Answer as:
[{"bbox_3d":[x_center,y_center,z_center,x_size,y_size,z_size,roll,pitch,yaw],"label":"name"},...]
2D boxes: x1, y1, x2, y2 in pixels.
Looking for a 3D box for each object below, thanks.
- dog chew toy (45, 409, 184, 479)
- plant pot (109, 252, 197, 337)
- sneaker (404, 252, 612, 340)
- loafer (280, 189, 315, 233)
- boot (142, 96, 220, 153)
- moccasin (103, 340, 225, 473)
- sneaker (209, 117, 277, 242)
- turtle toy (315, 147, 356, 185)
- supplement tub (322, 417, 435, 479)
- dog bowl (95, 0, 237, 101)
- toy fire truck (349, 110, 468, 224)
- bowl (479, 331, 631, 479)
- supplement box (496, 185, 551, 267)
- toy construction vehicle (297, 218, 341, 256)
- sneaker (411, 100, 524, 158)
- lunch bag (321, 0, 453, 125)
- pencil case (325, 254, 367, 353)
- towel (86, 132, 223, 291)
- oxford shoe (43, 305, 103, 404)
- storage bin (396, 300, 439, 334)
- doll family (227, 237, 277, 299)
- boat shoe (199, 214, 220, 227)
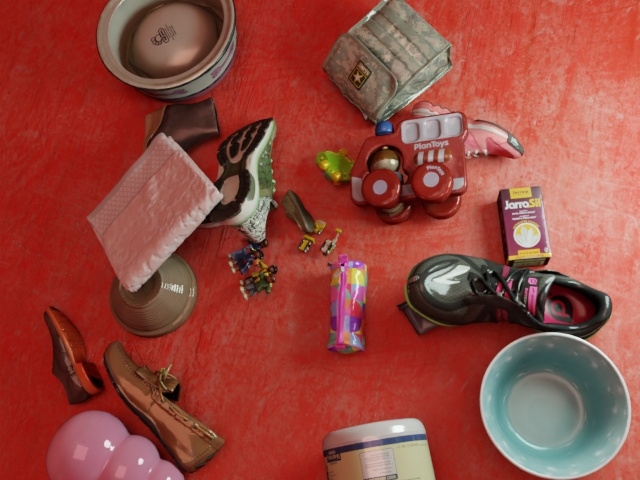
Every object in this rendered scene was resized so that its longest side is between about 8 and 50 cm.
[{"bbox_3d":[-0.469,0.537,1.683,0.332,0.206,0.206,22,77,7],"label":"dog chew toy"},{"bbox_3d":[-0.447,0.126,1.856,0.237,0.110,0.237,-3,71,8],"label":"plant pot"},{"bbox_3d":[0.432,0.115,1.632,0.483,0.202,0.185,7,72,-4],"label":"sneaker"},{"bbox_3d":[-0.061,-0.068,1.887,0.050,0.056,0.148,-42,50,19],"label":"loafer"},{"bbox_3d":[-0.383,-0.279,1.987,0.207,0.090,0.248,-11,67,7],"label":"boot"},{"bbox_3d":[-0.386,0.383,1.747,0.147,0.139,0.380,-43,69,-11],"label":"moccasin"},{"bbox_3d":[-0.180,-0.157,1.898,0.158,0.182,0.410,-11,46,25],"label":"sneaker"},{"bbox_3d":[0.039,-0.197,1.908,0.095,0.066,0.130,-35,66,-28],"label":"turtle toy"},{"bbox_3d":[0.140,0.567,1.552,0.235,0.235,0.324,-12,70,5],"label":"supplement tub"},{"bbox_3d":[-0.423,-0.580,2.062,0.408,0.150,0.408,-2,72,8],"label":"dog bowl"},{"bbox_3d":[0.224,-0.188,1.801,0.302,0.169,0.254,-5,72,19],"label":"toy fire truck"},{"bbox_3d":[0.510,0.372,1.597,0.312,0.163,0.311,-3,71,9],"label":"bowl"},{"bbox_3d":[0.503,-0.032,1.774,0.104,0.081,0.188,-5,71,7],"label":"supplement box"},{"bbox_3d":[0.000,0.000,1.871,0.086,0.035,0.098,22,74,26],"label":"toy construction vehicle"},{"bbox_3d":[0.370,-0.251,1.869,0.314,0.116,0.136,23,90,19],"label":"sneaker"},{"bbox_3d":[0.172,-0.480,1.931,0.287,0.169,0.235,-41,74,2],"label":"lunch bag"},{"bbox_3d":[0.064,0.161,1.771,0.104,0.104,0.236,-2,73,8],"label":"pencil case"},{"bbox_3d":[-0.434,-0.081,1.825,0.332,0.053,0.317,-47,52,5],"label":"towel"},{"bbox_3d":[-0.664,0.293,1.843,0.098,0.097,0.271,-34,70,3],"label":"oxford shoe"},{"bbox_3d":[0.267,0.168,1.745,0.135,0.098,0.091,-28,80,-1],"label":"storage bin"},{"bbox_3d":[-0.168,0.065,1.852,0.111,0.076,0.193,-30,67,3],"label":"doll family"},{"bbox_3d":[-0.356,-0.089,1.928,0.228,0.076,0.080,10,74,12],"label":"boat shoe"}]
